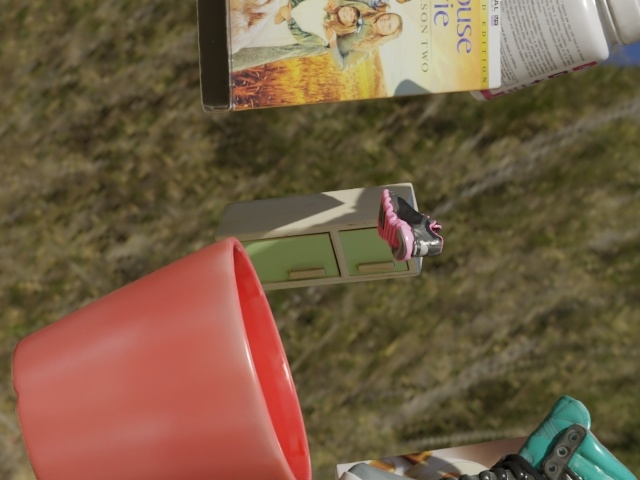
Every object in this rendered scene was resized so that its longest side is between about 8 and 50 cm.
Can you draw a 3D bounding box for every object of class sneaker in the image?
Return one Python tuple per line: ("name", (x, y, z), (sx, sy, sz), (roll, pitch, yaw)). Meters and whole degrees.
("sneaker", (0.093, -0.015, 1.617), (0.119, 0.057, 0.047), (-113, -156, -57))
("sneaker", (0.175, 0.218, 1.448), (0.296, 0.178, 0.124), (23, -8, -6))

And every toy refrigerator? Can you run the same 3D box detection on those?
("toy refrigerator", (0.000, 0.000, 2.180), (0.270, 0.094, 0.102), (-6, -56, 13))

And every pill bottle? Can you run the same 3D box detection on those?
("pill bottle", (0.348, -0.328, 2.401), (0.160, 0.283, 0.160), (-17, 90, -72))

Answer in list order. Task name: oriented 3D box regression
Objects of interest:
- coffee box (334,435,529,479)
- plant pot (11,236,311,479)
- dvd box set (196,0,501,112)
("coffee box", (0.147, 0.296, 1.659), (0.098, 0.247, 0.141), (91, -11, -55))
("plant pot", (-0.162, 0.157, 1.581), (0.275, 0.243, 0.274), (-16, 90, -86))
("dvd box set", (0.042, -0.311, 1.810), (0.062, 0.420, 0.307), (9, -77, 49))
